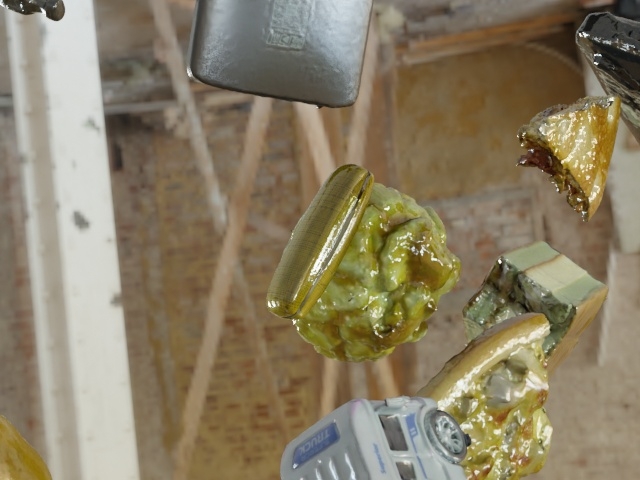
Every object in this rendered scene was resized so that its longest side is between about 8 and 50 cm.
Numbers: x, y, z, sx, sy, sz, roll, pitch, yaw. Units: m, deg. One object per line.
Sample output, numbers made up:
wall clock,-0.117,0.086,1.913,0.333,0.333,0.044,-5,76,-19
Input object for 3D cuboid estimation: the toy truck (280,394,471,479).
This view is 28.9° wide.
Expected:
toy truck,0.056,0.247,0.921,0.155,0.268,0.124,15,135,-46

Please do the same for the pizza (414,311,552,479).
pizza,0.177,0.235,1.400,0.323,0.223,0.089,-42,-143,-26

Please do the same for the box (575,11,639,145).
box,0.528,-0.155,1.633,0.350,0.091,0.359,27,169,44

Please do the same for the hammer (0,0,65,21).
hammer,-0.407,-0.519,2.169,0.168,0.044,0.440,21,-134,17

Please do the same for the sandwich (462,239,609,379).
sandwich,0.305,0.137,1.926,0.155,0.227,0.198,37,-155,19

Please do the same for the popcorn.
popcorn,0.067,0.054,1.844,0.247,0.282,0.282,38,-159,28

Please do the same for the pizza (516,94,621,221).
pizza,0.274,-0.109,1.423,0.069,0.154,0.194,16,-178,40

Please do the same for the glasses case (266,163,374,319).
glasses case,0.000,0.000,1.672,0.064,0.234,0.079,35,164,-28

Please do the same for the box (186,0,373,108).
box,-0.059,-0.366,1.993,0.290,0.289,0.073,6,-173,-21

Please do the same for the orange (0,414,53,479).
orange,-0.414,0.290,1.290,0.279,0.279,0.235,-5,-164,-23
